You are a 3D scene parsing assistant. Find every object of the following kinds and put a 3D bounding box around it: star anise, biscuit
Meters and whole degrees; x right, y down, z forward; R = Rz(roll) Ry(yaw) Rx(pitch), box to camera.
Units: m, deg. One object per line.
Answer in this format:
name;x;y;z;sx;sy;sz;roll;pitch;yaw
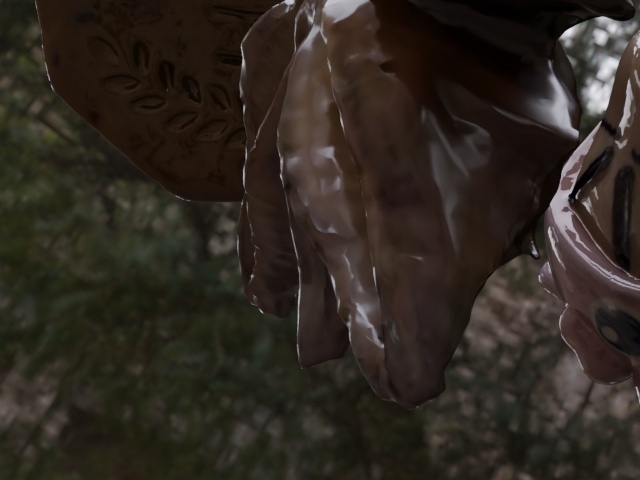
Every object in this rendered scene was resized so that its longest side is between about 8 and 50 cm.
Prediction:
star anise;0.046;-0.094;0.568;0.109;0.292;0.349;28;-4;-12
biscuit;-0.061;-0.190;1.290;0.359;0.046;0.359;3;-68;9

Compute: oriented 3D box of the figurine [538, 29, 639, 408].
figurine;0.212;-0.052;0.715;0.287;0.176;0.186;-33;-63;12
